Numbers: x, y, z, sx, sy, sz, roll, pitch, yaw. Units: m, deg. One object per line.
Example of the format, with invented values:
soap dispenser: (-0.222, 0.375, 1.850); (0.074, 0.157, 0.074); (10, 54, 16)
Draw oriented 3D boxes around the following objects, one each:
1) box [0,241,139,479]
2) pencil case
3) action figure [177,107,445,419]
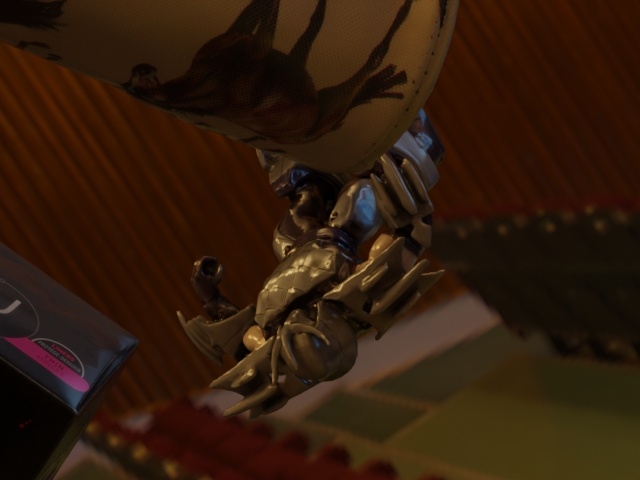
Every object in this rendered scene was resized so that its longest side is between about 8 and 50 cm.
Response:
box: (-0.283, 0.152, 1.453); (0.270, 0.165, 0.143); (-56, -2, 23)
pencil case: (-0.130, -0.184, 0.949); (0.160, 0.410, 0.183); (-34, 39, 54)
action figure: (0.000, 0.000, 1.198); (0.185, 0.099, 0.285); (-27, 24, 22)
